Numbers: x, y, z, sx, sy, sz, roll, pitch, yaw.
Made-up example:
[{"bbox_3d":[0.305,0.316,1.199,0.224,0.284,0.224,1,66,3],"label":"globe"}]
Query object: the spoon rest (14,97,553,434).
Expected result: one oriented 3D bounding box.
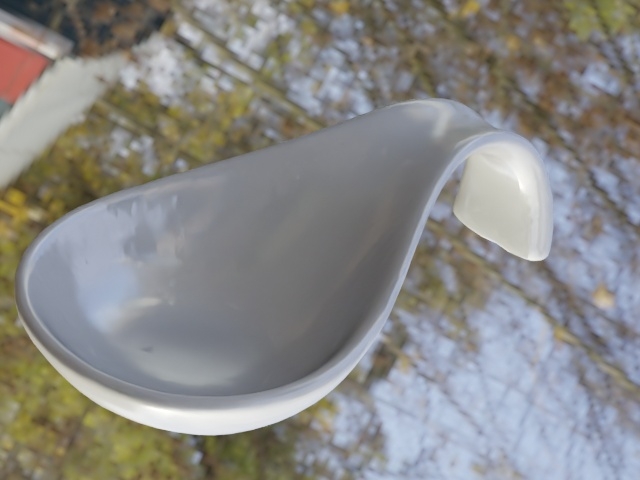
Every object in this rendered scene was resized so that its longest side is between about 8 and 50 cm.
[{"bbox_3d":[0.000,0.000,0.712,0.276,0.137,0.084,-22,134,-45],"label":"spoon rest"}]
